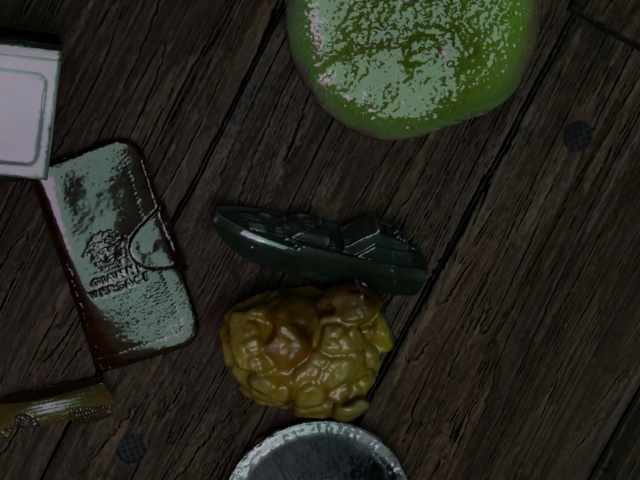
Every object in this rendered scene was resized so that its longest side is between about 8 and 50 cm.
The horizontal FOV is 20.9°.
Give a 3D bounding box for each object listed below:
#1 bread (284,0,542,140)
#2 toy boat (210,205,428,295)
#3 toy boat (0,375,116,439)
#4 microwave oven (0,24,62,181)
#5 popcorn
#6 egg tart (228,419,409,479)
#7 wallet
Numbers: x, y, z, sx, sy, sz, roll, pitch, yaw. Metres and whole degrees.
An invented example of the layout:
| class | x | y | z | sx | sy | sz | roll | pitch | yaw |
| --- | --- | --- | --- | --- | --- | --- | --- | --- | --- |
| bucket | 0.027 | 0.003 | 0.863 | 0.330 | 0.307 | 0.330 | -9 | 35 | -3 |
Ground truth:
| class | x | y | z | sx | sy | sz | roll | pitch | yaw |
| --- | --- | --- | --- | --- | --- | --- | --- | --- | --- |
| bread | 0.106 | -0.256 | 1.936 | 0.301 | 0.045 | 0.301 | -3 | 105 | -10 |
| toy boat | 0.000 | 0.000 | 1.967 | 0.261 | 0.078 | 0.085 | 14 | 119 | -16 |
| toy boat | -0.307 | 0.194 | 1.977 | 0.149 | 0.047 | 0.049 | -12 | 108 | -8 |
| microwave oven | -0.381 | -0.155 | 1.823 | 0.205 | 0.129 | 0.163 | 7 | 106 | -13 |
| popcorn | -0.011 | 0.127 | 1.969 | 0.194 | 0.140 | 0.163 | -16 | 103 | -5 |
| egg tart | -0.002 | 0.323 | 2.051 | 0.234 | 0.094 | 0.234 | -4 | 106 | -13 |
| wallet | -0.226 | 0.015 | 1.952 | 0.137 | 0.031 | 0.255 | -19 | 108 | -5 |
